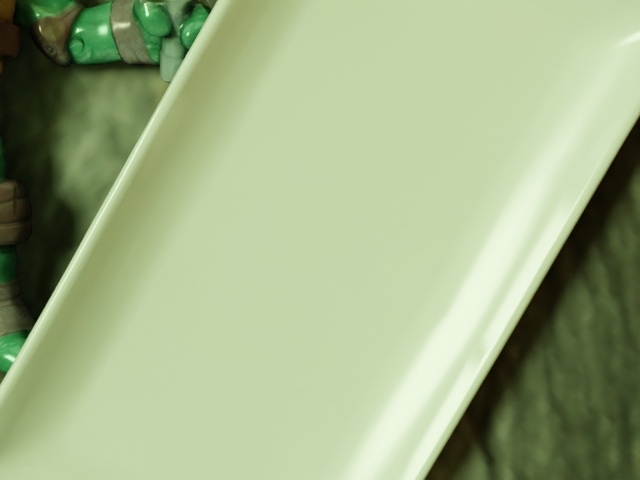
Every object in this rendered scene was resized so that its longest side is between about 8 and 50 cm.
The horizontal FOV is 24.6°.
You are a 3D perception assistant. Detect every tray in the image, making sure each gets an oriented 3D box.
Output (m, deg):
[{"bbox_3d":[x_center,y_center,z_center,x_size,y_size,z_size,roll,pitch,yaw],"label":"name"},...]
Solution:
[{"bbox_3d":[0.000,0.000,0.505,0.145,0.030,0.270,29,94,-13],"label":"tray"}]

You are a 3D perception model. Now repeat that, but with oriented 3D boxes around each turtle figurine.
[{"bbox_3d":[-0.122,-0.073,0.493,0.175,0.118,0.234,6,94,-34],"label":"turtle figurine"}]
